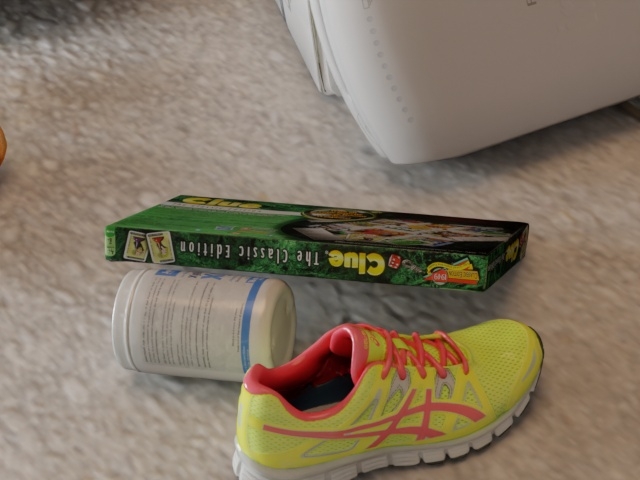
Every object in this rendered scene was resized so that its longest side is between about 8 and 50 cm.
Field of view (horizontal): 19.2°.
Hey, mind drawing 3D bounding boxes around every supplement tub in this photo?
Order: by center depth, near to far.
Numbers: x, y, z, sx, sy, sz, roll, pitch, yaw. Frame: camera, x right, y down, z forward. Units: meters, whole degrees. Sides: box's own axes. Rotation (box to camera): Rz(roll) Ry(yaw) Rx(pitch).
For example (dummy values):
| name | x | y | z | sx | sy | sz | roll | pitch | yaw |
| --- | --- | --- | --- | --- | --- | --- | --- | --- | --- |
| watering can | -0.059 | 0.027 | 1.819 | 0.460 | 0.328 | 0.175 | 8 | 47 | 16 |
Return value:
| name | x | y | z | sx | sy | sz | roll | pitch | yaw |
| --- | --- | --- | --- | --- | --- | --- | --- | --- | --- |
| supplement tub | -0.075 | 0.056 | 1.239 | 0.107 | 0.071 | 0.071 | 5 | 41 | 16 |

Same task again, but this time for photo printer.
| name | x | y | z | sx | sy | sz | roll | pitch | yaw |
| --- | --- | --- | --- | --- | --- | --- | --- | --- | --- |
| photo printer | 0.141 | -0.204 | 1.375 | 0.308 | 0.256 | 0.107 | -18 | 18 | -12 |

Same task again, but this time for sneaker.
| name | x | y | z | sx | sy | sz | roll | pitch | yaw |
| --- | --- | --- | --- | --- | --- | --- | --- | --- | --- |
| sneaker | 0.043 | 0.086 | 1.158 | 0.208 | 0.094 | 0.081 | -20 | 38 | -16 |

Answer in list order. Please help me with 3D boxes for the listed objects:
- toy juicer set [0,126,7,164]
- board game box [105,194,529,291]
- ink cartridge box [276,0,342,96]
| name | x | y | z | sx | sy | sz | roll | pitch | yaw |
| --- | --- | --- | --- | --- | --- | --- | --- | --- | --- |
| toy juicer set | -0.391 | -0.043 | 1.422 | 0.329 | 0.089 | 0.209 | -21 | 52 | -27 |
| board game box | 0.000 | 0.000 | 1.279 | 0.260 | 0.030 | 0.136 | 5 | 13 | 18 |
| ink cartridge box | 0.058 | -0.258 | 1.560 | 0.207 | 0.117 | 0.283 | -15 | 39 | -7 |
